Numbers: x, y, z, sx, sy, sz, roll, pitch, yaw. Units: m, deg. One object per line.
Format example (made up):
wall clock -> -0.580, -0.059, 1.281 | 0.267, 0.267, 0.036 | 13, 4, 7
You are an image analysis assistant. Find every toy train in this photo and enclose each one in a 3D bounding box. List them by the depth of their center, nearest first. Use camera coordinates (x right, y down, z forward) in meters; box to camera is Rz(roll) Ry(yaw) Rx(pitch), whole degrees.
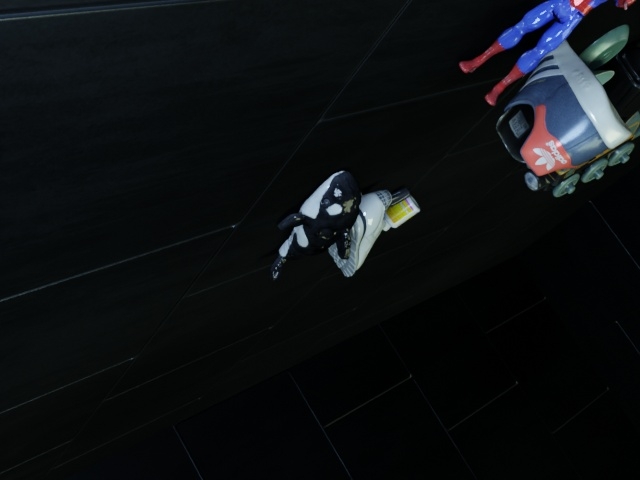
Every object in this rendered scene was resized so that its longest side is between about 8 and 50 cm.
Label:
toy train -> 0.625, -0.230, 1.897 | 0.333, 0.142, 0.190 | -28, 156, -17

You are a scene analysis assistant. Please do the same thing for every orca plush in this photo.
orca plush -> 0.000, 0.000, 1.365 | 0.151, 0.102, 0.287 | -17, 160, -47

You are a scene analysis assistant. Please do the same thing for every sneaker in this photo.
sneaker -> 0.320, -0.195, 1.161 | 0.148, 0.131, 0.350 | -33, -165, 20
sneaker -> 0.075, -0.011, 1.521 | 0.094, 0.090, 0.235 | -34, 165, -23

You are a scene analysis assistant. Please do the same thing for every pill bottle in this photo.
pill bottle -> 0.157, -0.055, 1.647 | 0.083, 0.043, 0.043 | -36, 166, 15

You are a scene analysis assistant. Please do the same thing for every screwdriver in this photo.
screwdriver -> 0.094, -0.060, 1.562 | 0.169, 0.025, 0.024 | -22, 166, -4

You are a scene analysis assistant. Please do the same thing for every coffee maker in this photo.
coffee maker -> 0.583, -0.282, 1.607 | 0.171, 0.120, 0.178 | -35, 164, -31

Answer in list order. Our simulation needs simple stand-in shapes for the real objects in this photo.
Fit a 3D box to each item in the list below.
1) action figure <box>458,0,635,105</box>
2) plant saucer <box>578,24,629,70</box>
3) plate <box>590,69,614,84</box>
action figure -> 0.304, -0.285, 1.038 | 0.280, 0.091, 0.139 | -39, 180, 26
plant saucer -> 0.512, -0.342, 1.471 | 0.119, 0.021, 0.119 | -30, 167, -8
plate -> 0.454, -0.277, 1.516 | 0.188, 0.024, 0.188 | -24, 173, -3
